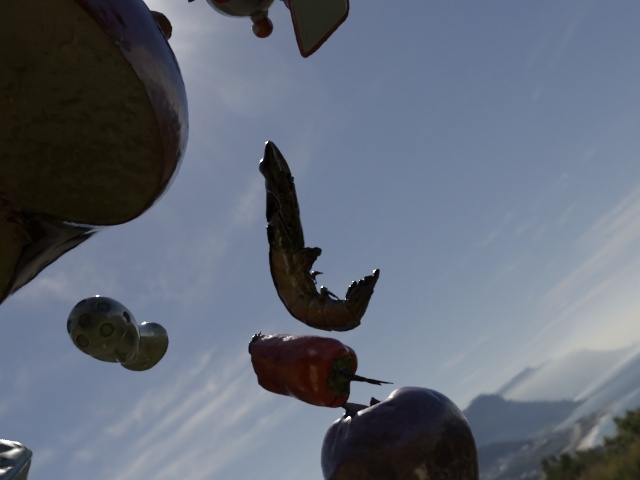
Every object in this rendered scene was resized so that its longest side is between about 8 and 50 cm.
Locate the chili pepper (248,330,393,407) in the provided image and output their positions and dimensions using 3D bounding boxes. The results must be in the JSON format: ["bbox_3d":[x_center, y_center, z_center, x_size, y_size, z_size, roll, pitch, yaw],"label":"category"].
[{"bbox_3d":[0.000,0.151,1.089,0.192,0.084,0.086,4,5,35],"label":"chili pepper"}]

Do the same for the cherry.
[{"bbox_3d":[0.112,0.304,1.290,0.213,0.266,0.183,-25,-8,-12],"label":"cherry"}]

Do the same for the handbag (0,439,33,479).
[{"bbox_3d":[-0.359,0.203,0.728,0.256,0.219,0.079,-103,24,-82],"label":"handbag"}]

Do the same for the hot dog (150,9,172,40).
[{"bbox_3d":[-0.217,-0.246,1.147,0.083,0.035,0.058,-47,-17,-41],"label":"hot dog"}]

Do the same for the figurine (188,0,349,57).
[{"bbox_3d":[-0.102,-0.385,1.386,0.160,0.226,0.183,-53,-38,-41],"label":"figurine"}]

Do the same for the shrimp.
[{"bbox_3d":[-0.003,0.001,0.912,0.035,0.148,0.195,-23,-66,-34],"label":"shrimp"}]

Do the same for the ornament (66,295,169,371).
[{"bbox_3d":[-0.242,0.114,1.122,0.075,0.081,0.156,-28,-22,3],"label":"ornament"}]

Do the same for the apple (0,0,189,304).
[{"bbox_3d":[-0.309,-0.121,0.783,0.328,0.365,0.295,-49,16,-11],"label":"apple"}]
